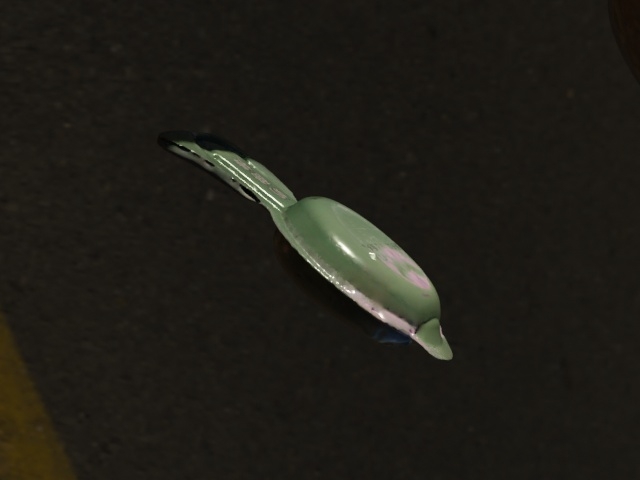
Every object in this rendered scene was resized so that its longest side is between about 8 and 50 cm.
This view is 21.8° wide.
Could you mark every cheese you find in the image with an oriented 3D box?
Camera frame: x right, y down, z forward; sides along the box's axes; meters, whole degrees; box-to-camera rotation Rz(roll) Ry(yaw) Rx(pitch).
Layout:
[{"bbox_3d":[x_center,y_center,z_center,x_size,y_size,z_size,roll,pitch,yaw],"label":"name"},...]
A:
[{"bbox_3d":[0.000,0.000,0.565,0.026,0.120,0.067,-53,164,13],"label":"cheese"}]

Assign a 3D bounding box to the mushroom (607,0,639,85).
[{"bbox_3d":[0.226,-0.097,0.699,0.156,0.285,0.151,4,66,-24],"label":"mushroom"}]
